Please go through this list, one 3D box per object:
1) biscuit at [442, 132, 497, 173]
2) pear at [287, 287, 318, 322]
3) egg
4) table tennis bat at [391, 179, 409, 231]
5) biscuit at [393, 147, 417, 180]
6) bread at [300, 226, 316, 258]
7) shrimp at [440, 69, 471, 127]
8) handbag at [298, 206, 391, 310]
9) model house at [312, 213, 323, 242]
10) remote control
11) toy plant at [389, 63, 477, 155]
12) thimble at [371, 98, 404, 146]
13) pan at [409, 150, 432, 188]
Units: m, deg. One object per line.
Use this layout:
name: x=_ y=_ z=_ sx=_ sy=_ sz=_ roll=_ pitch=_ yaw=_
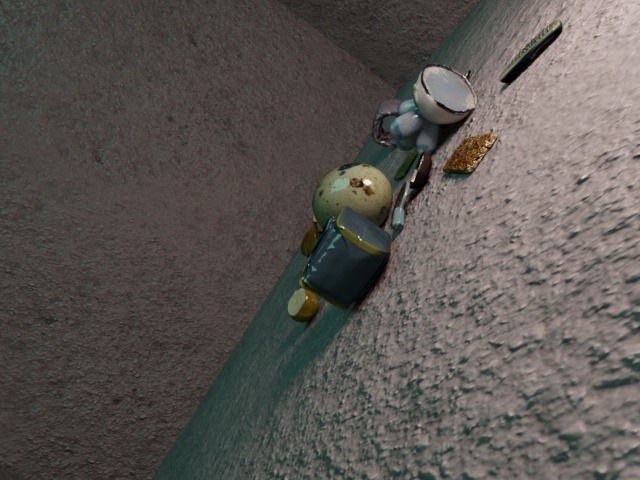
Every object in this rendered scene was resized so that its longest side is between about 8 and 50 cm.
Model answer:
biscuit: x=0.426 y=-0.251 z=1.427 sx=0.131 sy=0.025 sz=0.231 roll=-56 pitch=7 yaw=3
pear: x=-0.058 y=0.261 z=1.957 sx=0.141 sy=0.104 sz=0.141 roll=-37 pitch=40 yaw=39
egg: x=0.122 y=-0.152 z=1.885 sx=0.288 sy=0.287 sz=0.379 roll=-60 pitch=7 yaw=-29
table tennis bat: x=0.271 y=-0.109 z=1.675 sx=0.244 sy=0.040 sz=0.153 roll=-71 pitch=0 yaw=-53
biscuit: x=0.371 y=-0.330 z=2.125 sx=0.203 sy=0.016 sz=0.144 roll=-57 pitch=8 yaw=-19
bread: x=-0.006 y=-0.001 z=2.544 sx=0.195 sy=0.148 sz=0.344 roll=-57 pitch=7 yaw=-16
shrimp: x=0.542 y=-0.553 z=1.937 sx=0.262 sy=0.051 sz=0.198 roll=-57 pitch=14 yaw=12
handbag: x=0.081 y=0.053 z=1.544 sx=0.241 sy=0.222 sz=0.263 roll=-57 pitch=5 yaw=21
model house: x=0.048 y=-0.015 z=2.222 sx=0.183 sy=0.166 sz=0.172 roll=-89 pitch=-3 yaw=-59
remote control: x=0.620 y=-0.556 z=1.461 sx=0.222 sy=0.042 sz=0.072 roll=-46 pitch=12 yaw=44
toy plant: x=0.389 y=-0.456 z=1.837 sx=0.332 sy=0.247 sz=0.247 roll=-51 pitch=8 yaw=52
thimble: x=0.376 y=-0.629 z=2.651 sx=0.236 sy=0.205 sz=0.172 roll=-48 pitch=12 yaw=40
pan: x=0.346 y=-0.230 z=1.722 sx=0.202 sy=0.048 sz=0.128 roll=101 pitch=-168 yaw=-83
